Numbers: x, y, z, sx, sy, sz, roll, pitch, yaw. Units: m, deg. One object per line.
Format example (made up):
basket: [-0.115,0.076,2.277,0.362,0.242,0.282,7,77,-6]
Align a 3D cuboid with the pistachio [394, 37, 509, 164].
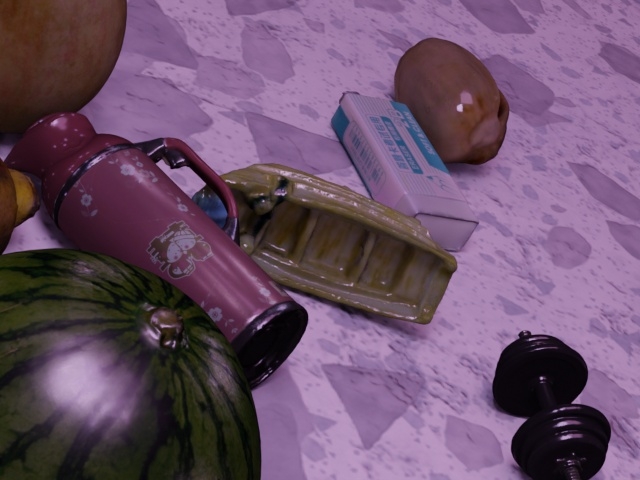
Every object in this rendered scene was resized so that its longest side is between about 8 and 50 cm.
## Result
pistachio: [0.161,-0.172,1.846,0.130,0.131,0.206,63,2,-40]

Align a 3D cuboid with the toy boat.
toy boat: [-0.001,-0.004,1.484,0.276,0.111,0.084,18,29,-12]

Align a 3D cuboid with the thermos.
thermos: [-0.152,-0.015,1.361,0.330,0.136,0.109,43,8,21]

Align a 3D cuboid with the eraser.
eraser: [0.095,-0.084,1.723,0.095,0.052,0.225,9,37,-33]

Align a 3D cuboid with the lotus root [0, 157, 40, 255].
lotus root: [-0.355,-0.029,1.216,0.169,0.141,0.314,47,35,18]

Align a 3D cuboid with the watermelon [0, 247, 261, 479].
watermelon: [-0.185,0.118,1.119,0.330,0.189,0.331,19,28,-11]

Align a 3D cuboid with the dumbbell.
dumbbell: [0.224,0.165,1.438,0.099,0.099,0.208,15,37,-22]

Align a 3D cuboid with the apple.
apple: [-0.312,-0.242,1.453,0.256,0.234,0.257,22,27,-12]
